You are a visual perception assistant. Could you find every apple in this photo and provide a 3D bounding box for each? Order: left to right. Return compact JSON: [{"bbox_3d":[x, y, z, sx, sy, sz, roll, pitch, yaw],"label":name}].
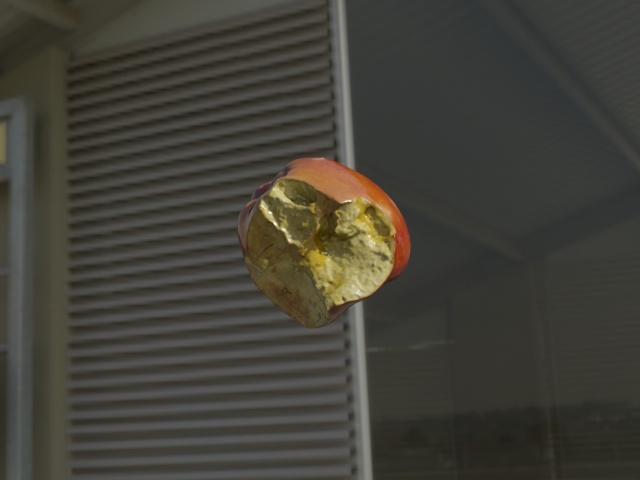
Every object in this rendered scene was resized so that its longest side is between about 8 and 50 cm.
[{"bbox_3d":[0.001,-0.005,1.102,0.156,0.158,0.147,-35,-2,28],"label":"apple"}]
